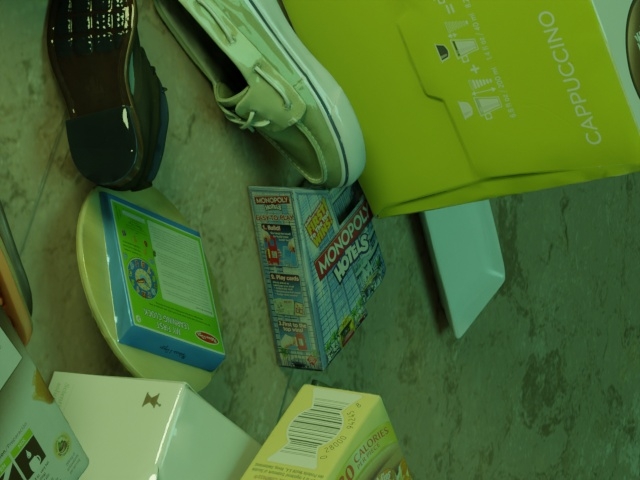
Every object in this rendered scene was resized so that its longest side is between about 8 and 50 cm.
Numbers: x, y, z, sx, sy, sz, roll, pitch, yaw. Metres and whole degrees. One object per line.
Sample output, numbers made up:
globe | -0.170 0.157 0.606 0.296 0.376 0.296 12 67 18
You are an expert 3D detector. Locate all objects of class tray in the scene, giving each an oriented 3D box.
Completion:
tray | 0.156 -0.031 1.990 0.145 0.030 0.270 -47 130 -45

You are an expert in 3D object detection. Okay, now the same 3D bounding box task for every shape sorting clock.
shape sorting clock | -0.150 0.041 1.474 0.206 0.040 0.206 46 29 -37

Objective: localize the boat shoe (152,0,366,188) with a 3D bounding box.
boat shoe | -0.063 -0.156 1.590 0.094 0.109 0.302 -49 120 -25

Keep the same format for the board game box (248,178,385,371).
board game box | 0.000 0.000 1.726 0.194 0.060 0.194 -50 133 -42

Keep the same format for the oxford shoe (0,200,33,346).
oxford shoe | -0.285 -0.077 1.225 0.132 0.130 0.363 -58 139 -46

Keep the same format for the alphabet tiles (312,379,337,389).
alphabet tiles | -0.001 0.279 1.796 0.198 0.009 0.237 33 65 -53

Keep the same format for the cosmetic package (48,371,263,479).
cosmetic package | -0.112 0.279 1.492 0.365 0.155 0.197 46 55 -47

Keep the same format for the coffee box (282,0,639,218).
coffee box | 0.201 -0.261 1.713 0.334 0.338 0.337 -45 117 -47

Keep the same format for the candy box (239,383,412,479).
candy box | -0.027 0.296 1.401 0.316 0.088 0.183 -54 136 -38

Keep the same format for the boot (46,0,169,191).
boot | -0.182 -0.145 1.440 0.106 0.082 0.219 44 42 -76

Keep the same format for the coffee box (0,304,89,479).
coffee box | -0.291 0.101 1.214 0.098 0.141 0.246 -55 136 -39
